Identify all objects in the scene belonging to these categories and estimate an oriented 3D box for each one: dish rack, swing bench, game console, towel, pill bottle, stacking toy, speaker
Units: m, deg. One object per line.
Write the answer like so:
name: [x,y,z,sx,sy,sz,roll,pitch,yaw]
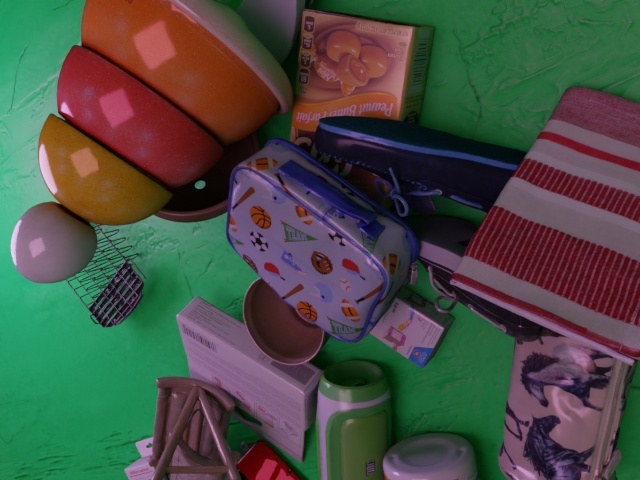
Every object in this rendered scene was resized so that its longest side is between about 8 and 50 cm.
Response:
dish rack: [-0.473,0.042,1.457,0.271,0.074,0.208,50,124,7]
swing bench: [-0.252,0.442,1.338,0.165,0.254,0.253,5,124,-13]
game console: [-0.107,0.496,1.388,0.144,0.085,0.124,42,149,17]
towel: [0.334,-0.039,0.820,0.237,0.329,0.037,25,159,32]
pill bottle: [0.201,0.471,1.131,0.152,0.152,0.271,-7,100,32]
stacking toy: [-0.303,-0.147,1.032,0.351,0.350,0.479,35,87,18]
speaker: [0.061,0.366,1.197,0.131,0.131,0.296,6,108,29]

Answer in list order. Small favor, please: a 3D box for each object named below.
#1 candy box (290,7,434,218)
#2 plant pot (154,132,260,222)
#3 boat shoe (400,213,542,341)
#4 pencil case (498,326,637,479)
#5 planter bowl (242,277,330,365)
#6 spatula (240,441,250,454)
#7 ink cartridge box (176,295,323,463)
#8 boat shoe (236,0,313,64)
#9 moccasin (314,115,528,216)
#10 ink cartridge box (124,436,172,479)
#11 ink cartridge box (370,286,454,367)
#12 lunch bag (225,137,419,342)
candy box: [0.053,-0.182,1.062,0.183,0.088,0.316,18,113,26]
plant pot: [-0.219,-0.124,1.201,0.237,0.237,0.109,37,161,17]
boat shoe: [0.205,0.045,0.968,0.306,0.113,0.104,32,130,54]
pencil case: [0.356,0.158,0.935,0.184,0.160,0.410,28,120,52]
planter bowl: [-0.037,0.121,1.194,0.162,0.109,0.162,9,109,29]
spatula: [-0.132,0.542,1.435,0.168,0.019,0.242,-38,80,34]
ink cartridge box: [-0.133,0.269,1.324,0.296,0.066,0.261,28,142,22]
boat shoe: [-0.051,-0.396,1.056,0.108,0.102,0.301,33,140,11]
moccasin: [0.153,-0.082,0.941,0.342,0.137,0.116,15,115,-1]
ink cartridge box: [-0.370,0.540,1.547,0.104,0.060,0.180,-25,91,34]
ink cartridge box: [0.141,0.135,1.125,0.122,0.052,0.088,33,119,20]
lunch bag: [0.000,0.000,1.017,0.303,0.115,0.243,35,142,15]
